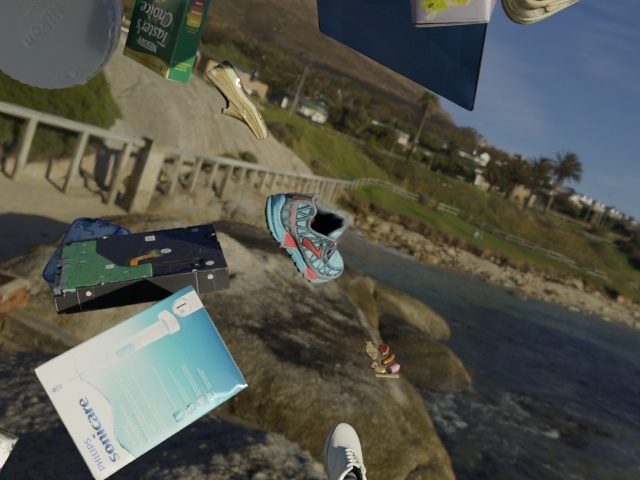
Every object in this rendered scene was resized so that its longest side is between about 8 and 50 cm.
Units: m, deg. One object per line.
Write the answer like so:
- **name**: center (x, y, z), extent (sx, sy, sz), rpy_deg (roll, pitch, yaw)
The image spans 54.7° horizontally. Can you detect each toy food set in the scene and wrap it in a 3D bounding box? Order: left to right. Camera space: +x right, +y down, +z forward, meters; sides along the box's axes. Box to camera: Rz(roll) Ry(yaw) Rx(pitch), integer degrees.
- **toy food set**: center (0.145, 0.282, 1.441), extent (0.078, 0.019, 0.122), rpy_deg (5, 29, -6)

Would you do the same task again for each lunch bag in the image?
- **lunch bag**: center (-0.602, 0.049, 1.629), extent (0.176, 0.219, 0.090), rpy_deg (18, -32, 7)

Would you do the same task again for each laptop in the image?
- **laptop**: center (0.053, -0.379, 1.001), extent (0.382, 0.236, 0.408), rpy_deg (35, 33, 25)

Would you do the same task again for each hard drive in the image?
- **hard drive**: center (-0.379, 0.055, 1.320), extent (0.339, 0.064, 0.237), rpy_deg (-7, 26, -16)

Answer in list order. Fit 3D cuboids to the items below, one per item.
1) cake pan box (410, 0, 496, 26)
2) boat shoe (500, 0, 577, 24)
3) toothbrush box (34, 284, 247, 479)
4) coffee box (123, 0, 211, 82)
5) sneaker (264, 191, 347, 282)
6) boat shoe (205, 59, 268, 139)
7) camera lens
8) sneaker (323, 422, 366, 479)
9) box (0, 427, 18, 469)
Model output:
- **cake pan box**: center (0.122, -0.338, 0.508), extent (0.070, 0.245, 0.267), rpy_deg (6, 37, 19)
- **boat shoe**: center (0.415, -0.421, 0.906), extent (0.109, 0.302, 0.098), rpy_deg (62, 4, -8)
- **toothbrush box**: center (-0.318, 0.248, 1.108), extent (0.295, 0.216, 0.126), rpy_deg (-30, 0, -26)
- **coffee box**: center (-0.198, -0.316, 0.824), extent (0.113, 0.184, 0.040), rpy_deg (35, 23, 31)
- **sneaker**: center (0.000, 0.000, 1.197), extent (0.125, 0.104, 0.262), rpy_deg (-11, -35, 23)
- **boat shoe**: center (-0.187, -0.296, 1.364), extent (0.190, 0.072, 0.068), rpy_deg (58, -11, -13)
- **camera lens**: center (-0.446, -0.383, 1.034), extent (0.219, 0.219, 0.274), rpy_deg (17, 21, -23)
- **sneaker**: center (0.063, 0.499, 1.328), extent (0.094, 0.091, 0.258), rpy_deg (21, 38, -17)
- **box**: center (-0.479, 0.243, 0.766), extent (0.147, 0.077, 0.180), rpy_deg (37, -28, -26)
